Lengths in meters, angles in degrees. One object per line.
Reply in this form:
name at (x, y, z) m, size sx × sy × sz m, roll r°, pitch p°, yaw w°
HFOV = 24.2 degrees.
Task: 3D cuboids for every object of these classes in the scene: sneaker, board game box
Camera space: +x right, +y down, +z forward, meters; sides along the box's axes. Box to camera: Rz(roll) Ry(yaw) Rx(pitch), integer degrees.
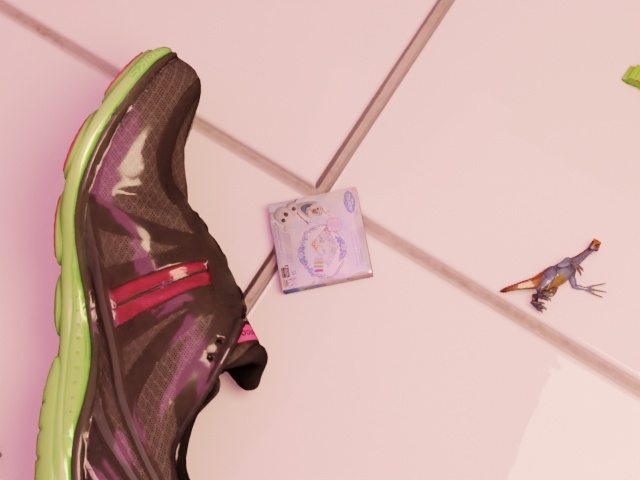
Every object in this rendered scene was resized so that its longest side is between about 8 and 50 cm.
sneaker at (-0.146, 0.062, 1.399) m, size 0.202 × 0.185 × 0.483 m, roll 3°, pitch 86°, yaw 2°
board game box at (0.000, 0.000, 1.459) m, size 0.090 × 0.020 × 0.090 m, roll -11°, pitch 74°, yaw 5°

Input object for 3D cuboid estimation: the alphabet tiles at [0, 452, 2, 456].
alphabet tiles at (-0.433, 0.169, 1.482) m, size 0.198 × 0.009 × 0.237 m, roll -44°, pitch 75°, yaw -5°

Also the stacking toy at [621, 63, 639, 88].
stacking toy at (0.404, -0.199, 1.391) m, size 0.221 × 0.052 × 0.167 m, roll 24°, pitch 75°, yaw 48°

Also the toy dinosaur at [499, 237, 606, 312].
toy dinosaur at (0.227, 0.026, 1.413) m, size 0.090 × 0.047 × 0.082 m, roll 24°, pitch 61°, yaw 23°
